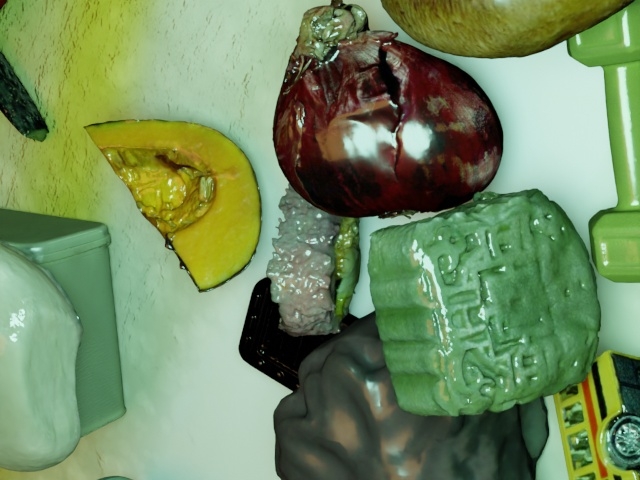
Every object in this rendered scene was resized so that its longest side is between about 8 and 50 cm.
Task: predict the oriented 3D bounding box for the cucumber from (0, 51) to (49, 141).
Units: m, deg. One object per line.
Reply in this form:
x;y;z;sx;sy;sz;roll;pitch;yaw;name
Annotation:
-0.525;-0.258;1.711;0.062;0.078;0.211;-44;76;4;cucumber

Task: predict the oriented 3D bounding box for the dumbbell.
0.320;-0.108;1.043;0.121;0.108;0.302;-3;101;40;dumbbell

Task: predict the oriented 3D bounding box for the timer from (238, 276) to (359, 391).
-0.023;0.141;1.430;0.187;0.055;0.144;28;117;25;timer

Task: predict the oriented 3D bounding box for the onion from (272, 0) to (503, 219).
0.075;-0.127;1.166;0.281;0.221;0.281;22;132;26;onion

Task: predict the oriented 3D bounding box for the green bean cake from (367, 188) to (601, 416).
0.173;0.060;1.051;0.125;0.227;0.222;-15;88;58;green bean cake

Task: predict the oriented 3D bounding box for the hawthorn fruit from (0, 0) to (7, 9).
-0.613;-0.450;1.585;0.369;0.285;0.284;-17;92;35;hawthorn fruit

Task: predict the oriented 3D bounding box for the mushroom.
0.205;-0.320;0.971;0.345;0.345;0.239;15;138;35;mushroom

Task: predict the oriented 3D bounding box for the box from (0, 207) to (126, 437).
-0.507;0.135;1.742;0.352;0.177;0.343;7;110;37;box

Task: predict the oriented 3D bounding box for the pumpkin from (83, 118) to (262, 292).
-0.181;-0.078;1.471;0.169;0.148;0.312;-37;80;-2;pumpkin

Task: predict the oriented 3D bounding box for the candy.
-0.541;0.158;1.551;0.427;0.186;0.386;30;128;31;candy

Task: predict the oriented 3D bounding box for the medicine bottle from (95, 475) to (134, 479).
-0.264;0.534;1.617;0.290;0.245;0.245;13;110;34;medicine bottle

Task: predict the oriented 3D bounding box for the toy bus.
0.335;0.289;1.053;0.123;0.121;0.335;-30;55;42;toy bus

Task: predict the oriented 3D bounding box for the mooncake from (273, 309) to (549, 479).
0.117;0.269;1.243;0.351;0.212;0.381;-20;90;39;mooncake

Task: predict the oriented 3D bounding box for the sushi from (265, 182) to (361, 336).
0.001;0.011;1.328;0.107;0.241;0.161;5;152;7;sushi
